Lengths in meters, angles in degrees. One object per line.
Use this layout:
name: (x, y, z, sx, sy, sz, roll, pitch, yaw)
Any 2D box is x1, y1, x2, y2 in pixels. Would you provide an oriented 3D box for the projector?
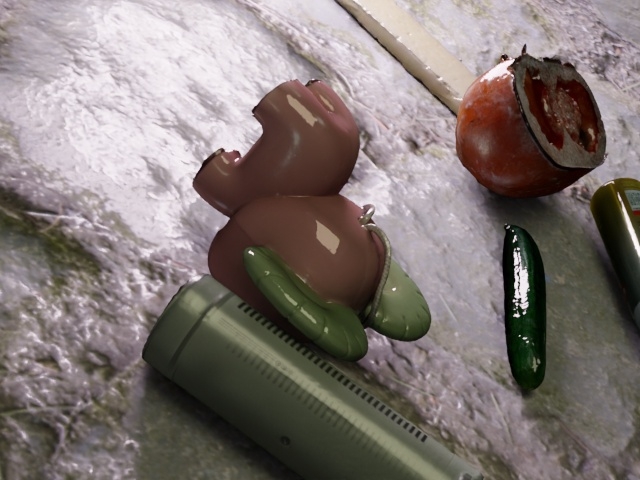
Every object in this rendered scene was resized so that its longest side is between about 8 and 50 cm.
projector: (-0.010, 0.167, 1.459, 0.337, 0.108, 0.108, 36, 35, 6)

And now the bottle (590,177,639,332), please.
bottle: (0.421, 0.040, 1.955, 0.082, 0.082, 0.286, 14, 38, -22)

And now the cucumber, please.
cucumber: (0.244, 0.071, 1.811, 0.056, 0.056, 0.284, 21, 37, -14)

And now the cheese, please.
cheese: (0.134, -0.276, 2.169, 0.400, 0.034, 0.085, 46, 38, 21)

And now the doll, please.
doll: (0.000, 0.000, 1.576, 0.268, 0.216, 0.284, 48, 24, 13)

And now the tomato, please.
tomato: (0.257, -0.139, 1.986, 0.214, 0.155, 0.181, 8, 59, -51)
